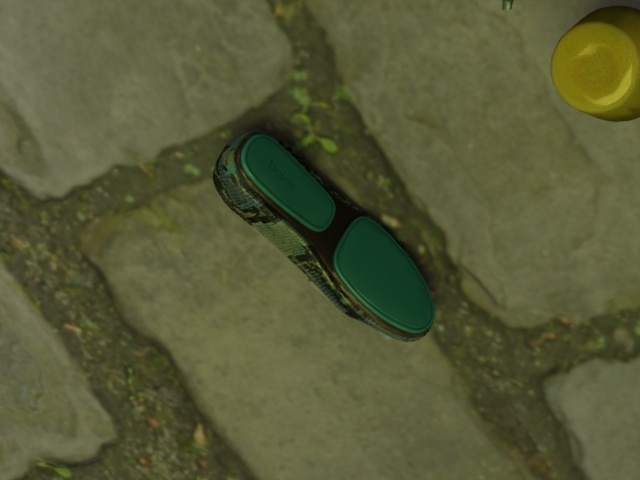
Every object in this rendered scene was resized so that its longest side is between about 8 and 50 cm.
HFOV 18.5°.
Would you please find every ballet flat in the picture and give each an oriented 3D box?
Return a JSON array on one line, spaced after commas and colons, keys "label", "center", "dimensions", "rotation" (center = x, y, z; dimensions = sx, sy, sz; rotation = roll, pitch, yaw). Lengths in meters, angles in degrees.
[{"label": "ballet flat", "center": [0.000, 0.000, 1.339], "dimensions": [0.070, 0.070, 0.188], "rotation": [-36, 104, 31]}]

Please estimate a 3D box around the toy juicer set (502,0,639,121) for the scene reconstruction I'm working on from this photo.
[{"label": "toy juicer set", "center": [0.204, -0.243, 1.123], "dimensions": [0.209, 0.089, 0.329], "rotation": [46, 111, 11]}]
